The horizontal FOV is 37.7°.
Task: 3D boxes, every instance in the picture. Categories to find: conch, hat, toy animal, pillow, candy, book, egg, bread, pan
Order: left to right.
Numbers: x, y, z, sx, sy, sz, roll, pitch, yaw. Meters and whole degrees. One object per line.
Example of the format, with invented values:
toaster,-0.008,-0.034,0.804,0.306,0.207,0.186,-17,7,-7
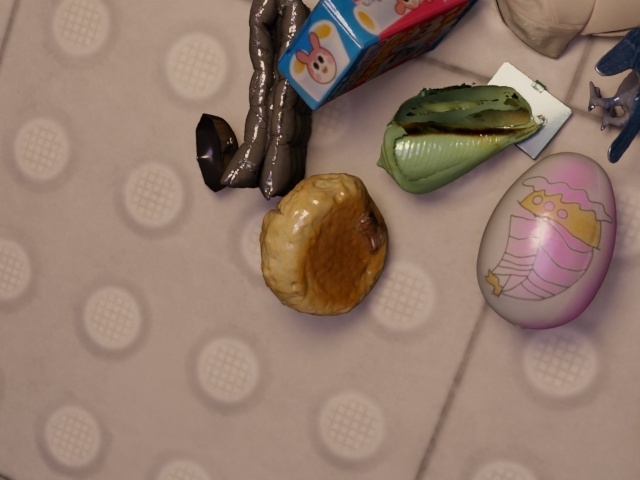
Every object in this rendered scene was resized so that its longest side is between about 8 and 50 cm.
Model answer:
pan,-0.156,-0.138,1.559,0.048,0.202,0.128,-11,115,-21
pillow,-0.065,-0.226,1.489,0.101,0.228,0.326,11,95,7
bread,0.000,0.000,1.493,0.134,0.244,0.244,28,102,47
candy,0.093,-0.318,1.388,0.100,0.306,0.157,54,141,6
conch,0.201,-0.173,1.456,0.250,0.137,0.143,-32,86,22
book,0.320,-0.209,1.493,0.135,0.017,0.103,40,104,11
egg,0.344,0.002,1.405,0.196,0.196,0.271,29,106,13
hat,0.384,-0.394,1.386,0.226,0.164,0.219,1,93,60
toy animal,0.480,-0.225,1.378,0.176,0.239,0.255,-19,43,42
